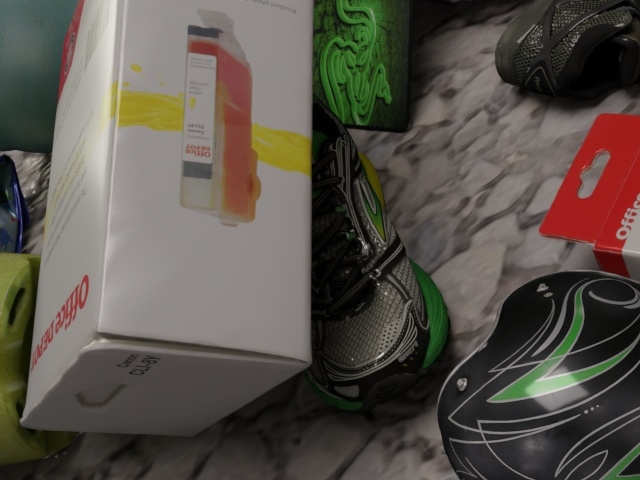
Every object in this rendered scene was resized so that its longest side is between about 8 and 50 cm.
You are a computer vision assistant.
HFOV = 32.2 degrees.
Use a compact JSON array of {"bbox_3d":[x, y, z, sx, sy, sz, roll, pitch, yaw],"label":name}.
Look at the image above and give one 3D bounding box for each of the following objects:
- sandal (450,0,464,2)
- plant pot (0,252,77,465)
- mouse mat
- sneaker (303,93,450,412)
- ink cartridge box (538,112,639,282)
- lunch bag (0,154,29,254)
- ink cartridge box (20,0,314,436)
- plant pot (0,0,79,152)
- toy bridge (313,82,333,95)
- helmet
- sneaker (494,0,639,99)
[{"bbox_3d":[0.209,-0.300,1.089,0.416,0.169,0.102,-20,81,20],"label":"sandal"},{"bbox_3d":[-0.358,0.111,1.015,0.254,0.276,0.276,-4,52,15],"label":"plant pot"},{"bbox_3d":[0.028,-0.207,1.107,0.152,0.189,0.007,10,16,37],"label":"mouse mat"},{"bbox_3d":[0.000,0.000,0.944,0.134,0.146,0.343,-30,45,7],"label":"sneaker"},{"bbox_3d":[0.296,-0.014,0.821,0.231,0.078,0.134,13,61,38],"label":"ink cartridge box"},{"bbox_3d":[-0.403,-0.016,1.243,0.129,0.096,0.151,-18,56,19],"label":"lunch bag"},{"bbox_3d":[-0.125,-0.054,0.903,0.279,0.160,0.384,139,136,-58],"label":"ink cartridge box"},{"bbox_3d":[-0.251,-0.225,1.224,0.196,0.293,0.293,12,57,6],"label":"plant pot"},{"bbox_3d":[0.008,-0.175,1.173,0.188,0.026,0.063,-1,57,31],"label":"toy bridge"},{"bbox_3d":[0.168,0.115,0.732,0.169,0.169,0.161,6,41,35],"label":"helmet"},{"bbox_3d":[0.274,-0.215,1.002,0.227,0.087,0.130,-48,47,-8],"label":"sneaker"}]
